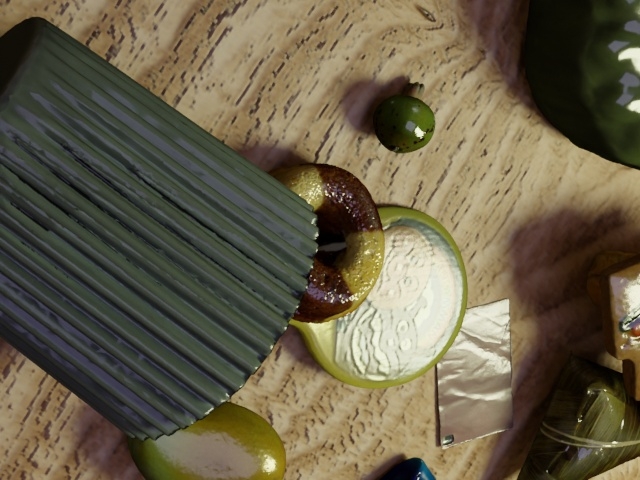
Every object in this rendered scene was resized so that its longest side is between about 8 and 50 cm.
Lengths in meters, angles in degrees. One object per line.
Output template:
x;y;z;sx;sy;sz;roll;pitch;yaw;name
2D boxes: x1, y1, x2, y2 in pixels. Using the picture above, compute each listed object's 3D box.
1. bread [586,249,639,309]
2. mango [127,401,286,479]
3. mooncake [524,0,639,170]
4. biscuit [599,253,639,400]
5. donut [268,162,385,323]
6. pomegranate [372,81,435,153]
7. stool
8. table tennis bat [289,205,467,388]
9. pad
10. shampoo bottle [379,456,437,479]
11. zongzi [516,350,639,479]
0.453;0.075;1.642;0.211;0.114;0.083;18;82;-29;bread
-0.132;0.241;1.418;0.195;0.092;0.130;31;93;-26;mango
0.421;-0.252;1.468;0.356;0.194;0.356;-8;109;-24;mooncake
0.456;0.110;1.565;0.301;0.043;0.278;24;95;-31;biscuit
0.000;0.000;1.380;0.166;0.073;0.184;-5;85;-24;donut
0.093;-0.142;1.420;0.073;0.073;0.084;-6;72;-25;pomegranate
-0.216;-0.017;1.185;0.330;0.297;0.297;40;87;-26;stool
0.021;0.069;1.458;0.369;0.054;0.224;1;100;-28;table tennis bat
0.200;0.173;1.608;0.113;0.006;0.187;-13;110;-21;pad
0.138;0.369;1.617;0.087;0.050;0.183;-39;119;-13;shampoo bottle
0.384;0.290;1.685;0.248;0.111;0.241;17;106;-32;zongzi
